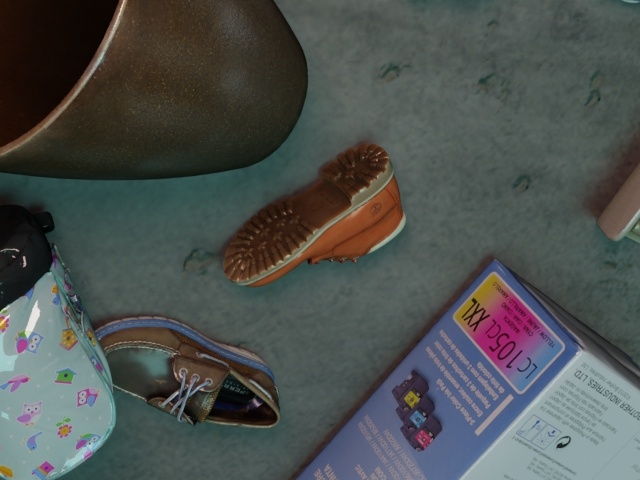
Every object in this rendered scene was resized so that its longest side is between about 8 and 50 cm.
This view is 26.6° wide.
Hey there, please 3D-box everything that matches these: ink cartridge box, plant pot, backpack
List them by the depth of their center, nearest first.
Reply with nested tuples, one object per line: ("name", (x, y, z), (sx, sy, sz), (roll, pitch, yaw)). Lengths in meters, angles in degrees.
("plant pot", (-0.118, -0.123, 0.843), (0.215, 0.215, 0.230), (-53, 145, 12))
("backpack", (-0.224, 0.084, 0.959), (0.152, 0.115, 0.182), (-28, 125, -7))
("ink cartridge box", (0.138, 0.249, 1.261), (0.395, 0.151, 0.270), (-49, 131, 8))

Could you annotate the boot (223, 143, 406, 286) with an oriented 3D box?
("boot", (0.000, 0.000, 1.074), (0.158, 0.059, 0.084), (-33, 137, -7))

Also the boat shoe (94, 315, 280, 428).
("boat shoe", (-0.104, 0.110, 1.083), (0.183, 0.066, 0.066), (15, 113, -36))

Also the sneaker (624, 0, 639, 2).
("sneaker", (0.228, -0.220, 1.040), (0.170, 0.071, 0.068), (15, 113, -37))

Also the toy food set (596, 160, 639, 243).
("toy food set", (0.418, -0.048, 1.253), (0.306, 0.092, 0.220), (23, 108, -38))
